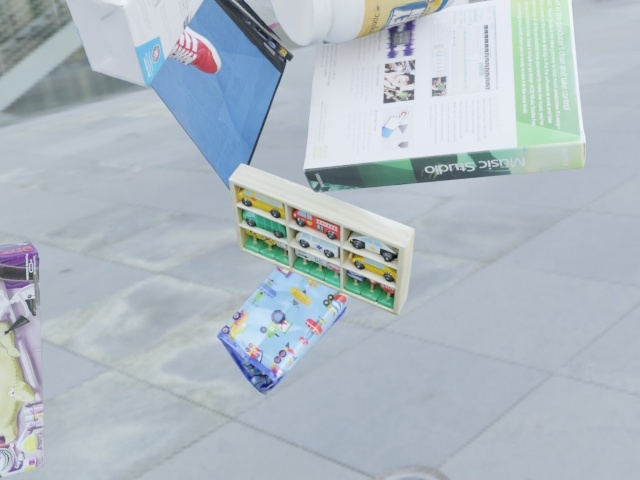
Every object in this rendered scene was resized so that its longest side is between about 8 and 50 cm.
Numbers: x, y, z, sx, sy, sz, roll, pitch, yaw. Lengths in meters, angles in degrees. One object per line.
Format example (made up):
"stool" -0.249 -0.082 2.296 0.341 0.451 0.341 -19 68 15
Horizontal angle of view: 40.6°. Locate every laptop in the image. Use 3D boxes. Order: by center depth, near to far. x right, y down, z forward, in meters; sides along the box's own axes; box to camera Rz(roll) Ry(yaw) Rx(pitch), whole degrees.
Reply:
"laptop" -0.245 -0.327 1.290 0.382 0.236 0.408 51 11 29

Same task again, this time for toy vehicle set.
"toy vehicle set" 0.000 0.000 1.220 0.267 0.166 0.035 22 56 18

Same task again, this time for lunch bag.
"lunch bag" -0.057 0.168 1.601 0.138 0.293 0.221 38 74 13

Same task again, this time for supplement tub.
"supplement tub" 0.050 -0.313 1.004 0.200 0.144 0.144 -23 21 -19

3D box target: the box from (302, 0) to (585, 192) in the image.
"box" 0.146 -0.180 1.048 0.322 0.058 0.232 -5 59 17

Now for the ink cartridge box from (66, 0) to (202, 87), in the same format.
"ink cartridge box" -0.149 -0.241 0.774 0.060 0.104 0.180 18 62 12

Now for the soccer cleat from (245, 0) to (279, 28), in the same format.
"soccer cleat" -0.056 -0.436 1.427 0.331 0.116 0.143 -12 -26 25

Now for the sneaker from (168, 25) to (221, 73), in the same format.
"sneaker" -0.172 -0.227 1.029 0.042 0.118 0.067 -24 36 39

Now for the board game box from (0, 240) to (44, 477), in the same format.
"board game box" -0.488 0.180 1.184 0.208 0.346 0.056 -7 24 -28
